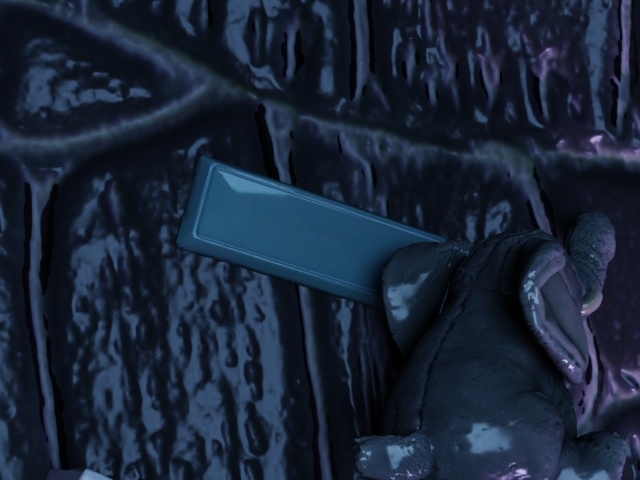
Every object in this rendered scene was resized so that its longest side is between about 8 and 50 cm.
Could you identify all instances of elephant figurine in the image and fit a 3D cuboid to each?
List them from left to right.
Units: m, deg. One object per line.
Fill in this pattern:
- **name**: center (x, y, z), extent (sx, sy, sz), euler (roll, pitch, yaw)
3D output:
- **elephant figurine**: center (0.119, 0.059, 0.861), extent (0.169, 0.186, 0.239), euler (7, 73, 3)

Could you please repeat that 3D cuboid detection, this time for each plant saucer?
- **plant saucer**: center (0.000, 0.000, 0.891), extent (0.192, 0.018, 0.067), euler (18, 75, -18)

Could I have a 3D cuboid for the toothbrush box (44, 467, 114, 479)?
- **toothbrush box**: center (-0.118, 0.300, 0.739), extent (0.206, 0.122, 0.283), euler (30, 70, -14)
